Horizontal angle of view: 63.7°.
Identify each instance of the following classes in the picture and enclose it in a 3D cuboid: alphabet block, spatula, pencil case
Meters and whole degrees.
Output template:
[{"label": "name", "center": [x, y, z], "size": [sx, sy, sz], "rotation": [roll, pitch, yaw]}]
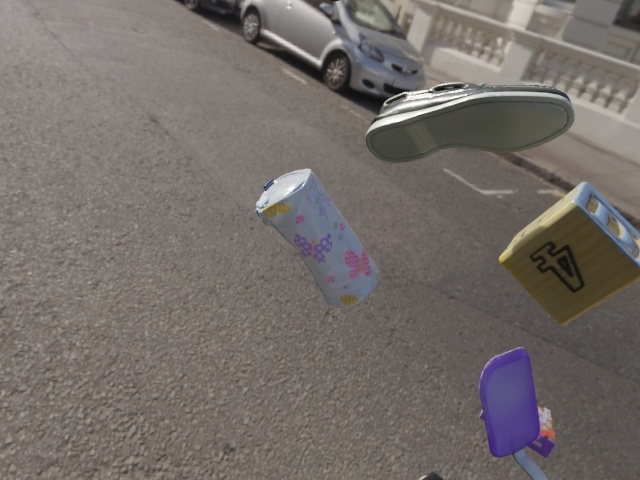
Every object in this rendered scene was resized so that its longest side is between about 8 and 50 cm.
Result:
[{"label": "alphabet block", "center": [0.529, 0.024, 1.075], "size": [0.193, 0.197, 0.192], "rotation": [49, 37, 10]}, {"label": "spatula", "center": [0.217, 0.253, 0.481], "size": [0.084, 0.030, 0.296], "rotation": [-7, 71, -34]}, {"label": "pencil case", "center": [0.000, 0.000, 0.950], "size": [0.124, 0.273, 0.113], "rotation": [-50, 27, -24]}]

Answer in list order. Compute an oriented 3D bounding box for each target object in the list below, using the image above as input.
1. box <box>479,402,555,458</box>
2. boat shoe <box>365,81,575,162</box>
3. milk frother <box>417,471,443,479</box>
[{"label": "box", "center": [0.598, 0.526, 1.556], "size": [0.201, 0.057, 0.293], "rotation": [28, 10, 20]}, {"label": "boat shoe", "center": [0.209, -0.189, 0.759], "size": [0.302, 0.114, 0.091], "rotation": [1, 55, 31]}, {"label": "milk frother", "center": [0.228, 0.584, 1.090], "size": [0.134, 0.129, 0.143], "rotation": [-5, 52, -43]}]
